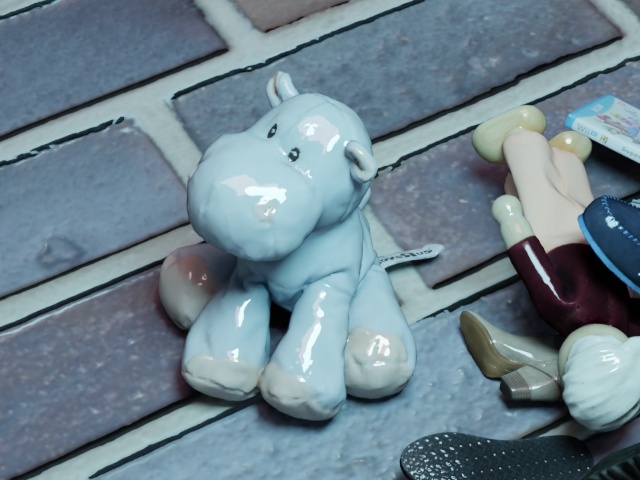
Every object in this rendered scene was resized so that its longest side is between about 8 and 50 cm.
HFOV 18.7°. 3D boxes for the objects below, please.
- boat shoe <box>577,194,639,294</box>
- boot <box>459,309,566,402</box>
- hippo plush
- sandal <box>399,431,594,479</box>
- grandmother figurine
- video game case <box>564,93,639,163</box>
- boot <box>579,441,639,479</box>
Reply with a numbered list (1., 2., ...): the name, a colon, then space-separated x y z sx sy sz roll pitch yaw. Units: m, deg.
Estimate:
1. boat shoe: 0.337 0.009 1.730 0.258 0.089 0.109 21 38 -38
2. boot: 0.189 0.101 1.761 0.087 0.042 0.118 -14 54 -22
3. hippo plush: 0.000 0.000 1.699 0.294 0.236 0.234 -29 58 -24
4. sandal: 0.151 0.202 1.680 0.179 0.040 0.067 1 55 -21
5. grandmother figurine: 0.232 0.032 1.754 0.208 0.104 0.342 19 38 -23
6. video game case: 0.333 -0.093 1.904 0.166 0.015 0.119 29 26 19
7. boot: 0.370 0.143 1.563 0.260 0.348 0.131 -35 96 -25
